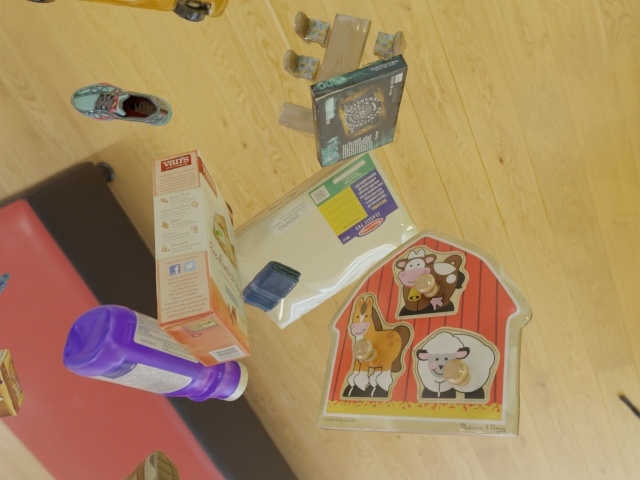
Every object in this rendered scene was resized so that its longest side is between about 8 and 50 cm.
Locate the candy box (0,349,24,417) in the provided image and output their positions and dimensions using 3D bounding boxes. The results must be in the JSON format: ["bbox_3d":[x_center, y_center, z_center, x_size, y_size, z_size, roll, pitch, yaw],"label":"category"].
[{"bbox_3d":[-0.605,0.247,0.774,0.186,0.053,0.109,-4,118,-14],"label":"candy box"}]

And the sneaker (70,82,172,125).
[{"bbox_3d":[-0.540,-0.372,1.272,0.261,0.125,0.104,3,99,-8],"label":"sneaker"}]

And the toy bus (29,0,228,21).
[{"bbox_3d":[-0.251,-0.332,0.508,0.130,0.332,0.108,54,134,20],"label":"toy bus"}]

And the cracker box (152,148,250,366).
[{"bbox_3d":[-0.151,0.023,0.606,0.067,0.232,0.156,-14,150,0],"label":"cracker box"}]

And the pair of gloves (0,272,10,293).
[{"bbox_3d":[-0.631,0.153,0.869,0.023,0.198,0.159,27,104,-24],"label":"pair of gloves"}]

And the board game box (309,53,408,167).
[{"bbox_3d":[0.051,-0.175,0.674,0.126,0.186,0.026,-20,72,-4],"label":"board game box"}]

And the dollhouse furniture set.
[{"bbox_3d":[0.025,-0.320,0.924,0.212,0.161,0.242,18,99,14],"label":"dollhouse furniture set"}]

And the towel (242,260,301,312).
[{"bbox_3d":[-0.089,0.081,0.832,0.067,0.029,0.119,28,134,-18],"label":"towel"}]

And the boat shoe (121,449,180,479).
[{"bbox_3d":[-0.338,0.557,0.907,0.116,0.324,0.123,-29,111,-5],"label":"boat shoe"}]

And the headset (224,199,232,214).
[{"bbox_3d":[-0.338,-0.021,1.408,0.185,0.394,0.243,30,85,-25],"label":"headset"}]

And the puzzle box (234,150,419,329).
[{"bbox_3d":[0.000,0.000,1.078,0.409,0.052,0.272,-34,121,3],"label":"puzzle box"}]

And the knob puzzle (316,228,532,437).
[{"bbox_3d":[0.081,0.065,0.416,0.213,0.213,0.030,-29,130,21],"label":"knob puzzle"}]

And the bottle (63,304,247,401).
[{"bbox_3d":[-0.227,0.182,0.715,0.118,0.092,0.283,-19,144,30],"label":"bottle"}]
